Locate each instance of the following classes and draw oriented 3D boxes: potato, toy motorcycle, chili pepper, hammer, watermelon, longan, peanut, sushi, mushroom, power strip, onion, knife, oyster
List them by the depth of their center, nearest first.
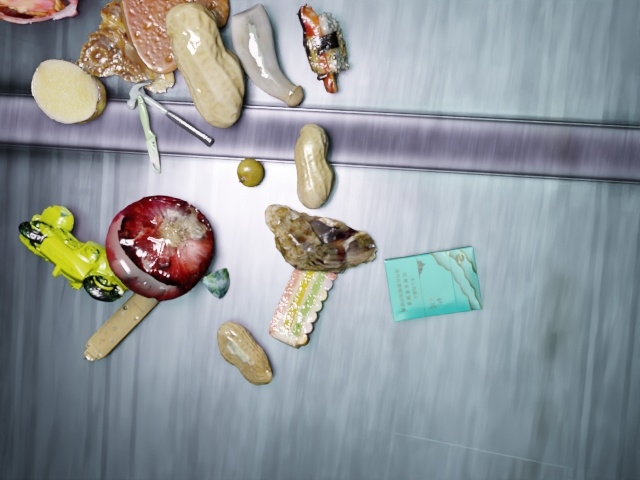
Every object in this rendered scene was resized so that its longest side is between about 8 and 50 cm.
[{"bbox_3d":[-0.274,-0.426,1.757,0.152,0.152,0.313,-21,115,6],"label":"peanut"},{"bbox_3d":[-0.737,-0.715,1.779,0.251,0.229,0.305,-3,94,22],"label":"chili pepper"},{"bbox_3d":[0.011,-0.478,1.785,0.103,0.097,0.226,-11,107,12],"label":"sushi"},{"bbox_3d":[-0.141,-0.451,1.803,0.118,0.103,0.270,-25,98,0],"label":"mushroom"},{"bbox_3d":[-0.017,-0.185,1.806,0.098,0.090,0.214,-5,94,18],"label":"peanut"},{"bbox_3d":[-0.408,0.029,1.814,0.272,0.195,0.272,8,70,-21],"label":"onion"},{"bbox_3d":[0.000,-0.006,1.816,0.294,0.094,0.166,4,76,-2],"label":"oyster"},{"bbox_3d":[-0.183,-0.169,1.828,0.075,0.083,0.075,19,129,24],"label":"longan"},{"bbox_3d":[-0.605,0.044,1.836,0.342,0.206,0.142,36,94,17],"label":"toy motorcycle"},{"bbox_3d":[-0.378,-0.323,1.851,0.246,0.029,0.103,33,128,-3],"label":"hammer"},{"bbox_3d":[-0.197,0.296,1.855,0.093,0.083,0.194,-36,90,7],"label":"peanut"},{"bbox_3d":[-0.440,-0.273,1.856,0.030,0.014,0.207,-5,109,11],"label":"knife"},{"bbox_3d":[-0.639,-0.386,1.861,0.200,0.081,0.164,23,104,7],"label":"potato"},{"bbox_3d":[-0.276,0.112,1.877,0.061,0.085,0.085,20,97,44],"label":"watermelon"},{"bbox_3d":[-0.516,0.210,1.903,0.064,0.044,0.305,45,95,1],"label":"power strip"}]

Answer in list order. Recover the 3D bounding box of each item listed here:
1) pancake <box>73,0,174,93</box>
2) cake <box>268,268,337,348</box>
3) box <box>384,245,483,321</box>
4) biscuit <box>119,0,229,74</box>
[{"bbox_3d":[-0.523,-0.474,1.854,0.244,0.057,0.266,-24,92,7],"label":"pancake"},{"bbox_3d":[-0.050,0.164,1.833,0.109,0.090,0.225,23,93,9],"label":"cake"},{"bbox_3d":[0.284,0.109,1.819,0.226,0.042,0.161,-9,94,7],"label":"box"},{"bbox_3d":[-0.357,-0.568,1.812,0.277,0.052,0.262,-21,98,-12],"label":"biscuit"}]
